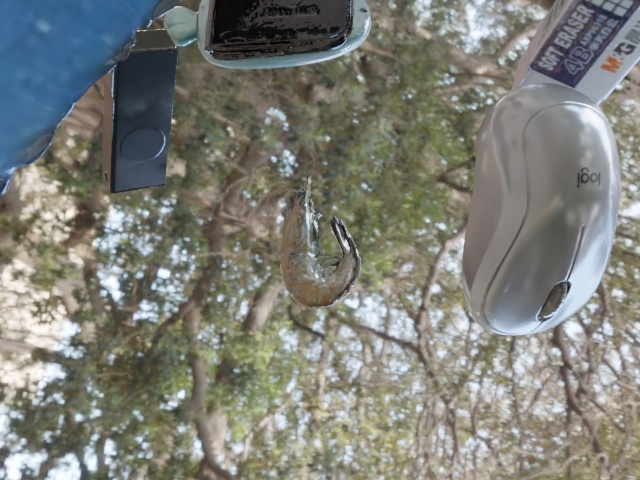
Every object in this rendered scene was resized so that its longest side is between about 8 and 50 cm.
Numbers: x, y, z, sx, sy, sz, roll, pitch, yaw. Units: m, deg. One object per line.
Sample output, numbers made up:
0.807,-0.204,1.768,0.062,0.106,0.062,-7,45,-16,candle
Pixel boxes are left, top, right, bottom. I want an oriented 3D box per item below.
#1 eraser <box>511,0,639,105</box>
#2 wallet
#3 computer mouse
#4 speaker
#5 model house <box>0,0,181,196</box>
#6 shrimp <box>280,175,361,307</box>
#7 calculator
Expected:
0.366,-0.279,1.033,0.287,0.130,0.086,115,-3,-64,eraser
-0.040,-0.353,0.835,0.173,0.045,0.317,0,-98,18,wallet
0.262,-0.028,0.890,0.121,0.184,0.296,18,-75,61,computer mouse
-0.234,-0.159,0.994,0.044,0.082,0.218,57,-35,36,speaker
-0.275,-0.207,0.516,0.237,0.303,0.215,-47,-130,7,model house
0.000,0.000,1.235,0.047,0.126,0.223,99,-9,-68,shrimp
-0.076,-0.313,1.111,0.042,0.296,0.184,90,-3,-52,calculator
